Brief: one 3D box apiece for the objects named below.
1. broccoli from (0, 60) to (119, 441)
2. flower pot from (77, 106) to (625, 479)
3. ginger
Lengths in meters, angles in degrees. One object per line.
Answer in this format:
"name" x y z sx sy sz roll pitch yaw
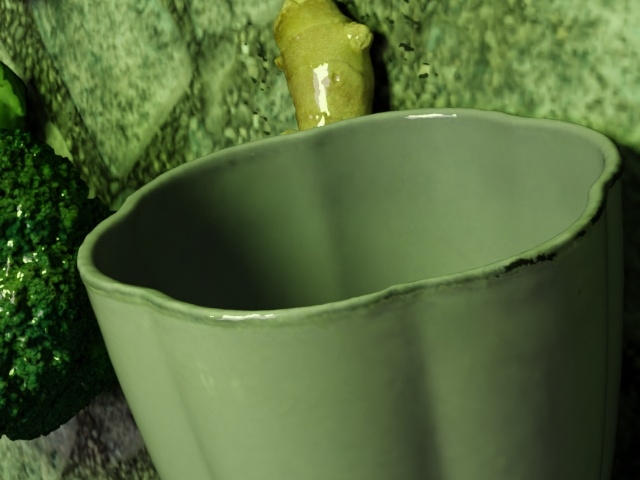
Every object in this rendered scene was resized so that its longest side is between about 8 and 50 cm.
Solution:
"broccoli" -0.253 0.001 1.178 0.297 0.298 0.297 -48 42 44
"flower pot" 0.035 0.086 0.862 0.265 0.265 0.243 10 118 48
"ginger" 0.000 0.000 1.005 0.089 0.075 0.288 2 96 27
